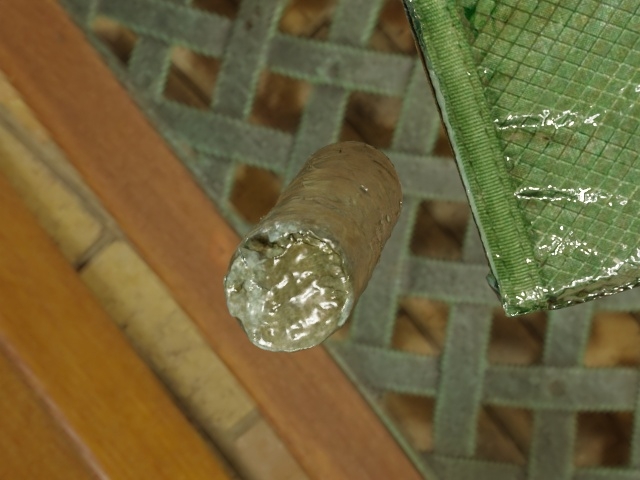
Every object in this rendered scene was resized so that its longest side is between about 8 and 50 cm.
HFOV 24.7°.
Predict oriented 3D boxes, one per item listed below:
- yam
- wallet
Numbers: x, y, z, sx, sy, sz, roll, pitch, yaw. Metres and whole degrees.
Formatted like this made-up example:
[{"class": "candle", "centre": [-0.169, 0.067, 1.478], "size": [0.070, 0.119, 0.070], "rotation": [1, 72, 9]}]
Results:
[{"class": "yam", "centre": [0.000, 0.000, 1.021], "size": [0.093, 0.093, 0.259], "rotation": [46, 17, -4]}, {"class": "wallet", "centre": [0.160, -0.074, 0.566], "size": [0.055, 0.236, 0.160], "rotation": [-85, 157, -75]}]
